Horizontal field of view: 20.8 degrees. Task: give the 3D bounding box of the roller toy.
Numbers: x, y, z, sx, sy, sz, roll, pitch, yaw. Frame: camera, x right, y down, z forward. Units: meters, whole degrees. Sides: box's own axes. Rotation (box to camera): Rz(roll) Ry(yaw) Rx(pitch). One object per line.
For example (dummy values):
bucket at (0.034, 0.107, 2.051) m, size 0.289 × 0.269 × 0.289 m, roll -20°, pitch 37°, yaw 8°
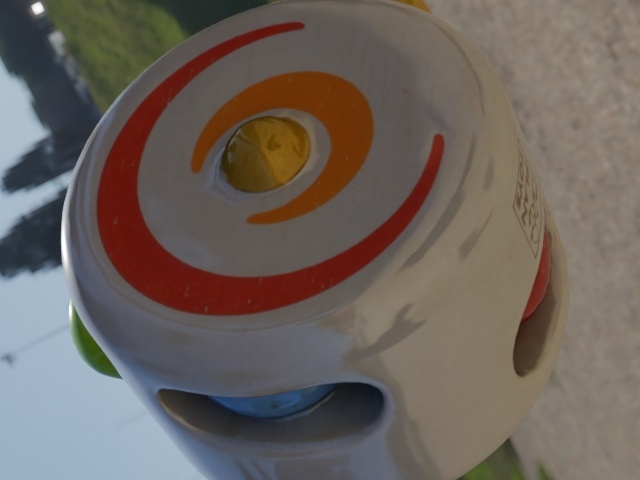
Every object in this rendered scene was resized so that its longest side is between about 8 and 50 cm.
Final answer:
roller toy at (0.000, 0.000, 0.715) m, size 0.191 × 0.209 × 0.146 m, roll 43°, pitch 168°, yaw 39°
